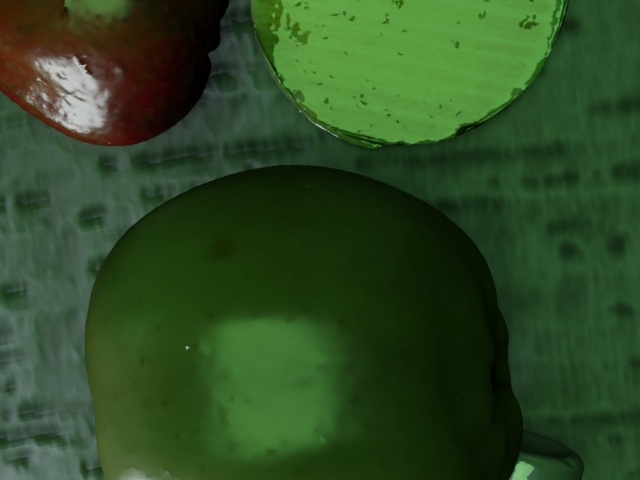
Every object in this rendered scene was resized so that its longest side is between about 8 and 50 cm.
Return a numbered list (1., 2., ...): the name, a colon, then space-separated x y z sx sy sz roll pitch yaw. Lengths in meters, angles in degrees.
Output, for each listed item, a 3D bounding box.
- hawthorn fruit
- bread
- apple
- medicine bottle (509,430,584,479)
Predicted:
1. hawthorn fruit: -0.230 -0.219 0.984 0.300 0.254 0.254 14 95 -9
2. bread: 0.080 -0.228 1.054 0.301 0.045 0.301 1 94 10
3. apple: -0.015 0.106 0.934 0.357 0.357 0.357 0 93 7
4. medicine bottle: 0.144 0.349 1.038 0.110 0.110 0.352 14 94 7
